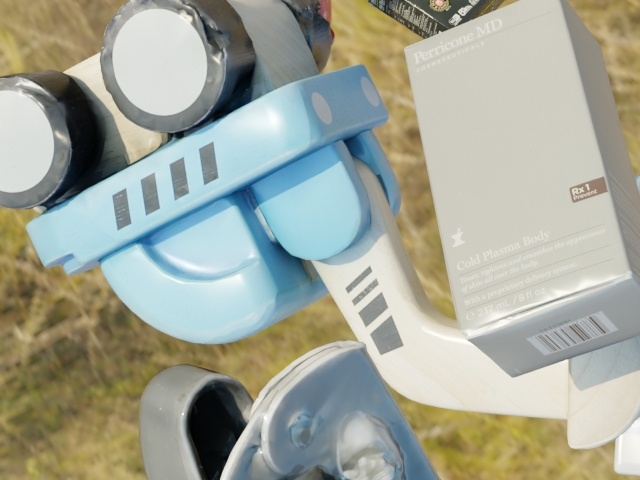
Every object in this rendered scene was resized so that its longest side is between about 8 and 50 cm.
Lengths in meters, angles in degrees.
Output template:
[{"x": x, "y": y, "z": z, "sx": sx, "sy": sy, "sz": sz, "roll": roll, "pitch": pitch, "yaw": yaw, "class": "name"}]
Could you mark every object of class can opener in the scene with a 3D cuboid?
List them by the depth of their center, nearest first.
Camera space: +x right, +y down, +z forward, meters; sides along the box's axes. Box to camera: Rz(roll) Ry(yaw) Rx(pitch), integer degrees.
[{"x": 0.027, "y": 0.146, "z": 0.685, "sx": 0.076, "sy": 0.095, "sz": 0.283, "roll": -48, "pitch": 129, "yaw": -27, "class": "can opener"}]

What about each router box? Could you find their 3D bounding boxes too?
[{"x": 0.114, "y": -0.231, "z": 1.644, "sx": 0.122, "sy": 0.092, "sz": 0.038, "roll": -48, "pitch": 162, "yaw": -26, "class": "router box"}]

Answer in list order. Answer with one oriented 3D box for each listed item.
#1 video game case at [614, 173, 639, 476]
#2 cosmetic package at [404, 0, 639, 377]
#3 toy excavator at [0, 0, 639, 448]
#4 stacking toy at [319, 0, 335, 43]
[{"x": 0.472, "y": 0.098, "z": 1.997, "sx": 0.036, "sy": 0.299, "sz": 0.329, "roll": 15, "pitch": 79, "yaw": -68, "class": "video game case"}, {"x": 0.147, "y": -0.041, "z": 1.292, "sx": 0.127, "sy": 0.238, "sz": 0.107, "roll": -23, "pitch": 151, "yaw": 19, "class": "cosmetic package"}, {"x": 0.000, "y": 0.000, "z": 1.466, "sx": 0.433, "sy": 0.222, "sz": 0.445, "roll": -25, "pitch": 92, "yaw": 24, "class": "toy excavator"}, {"x": -0.045, "y": -0.159, "z": 1.910, "sx": 0.130, "sy": 0.279, "sz": 0.309, "roll": -4, "pitch": 83, "yaw": -1, "class": "stacking toy"}]
